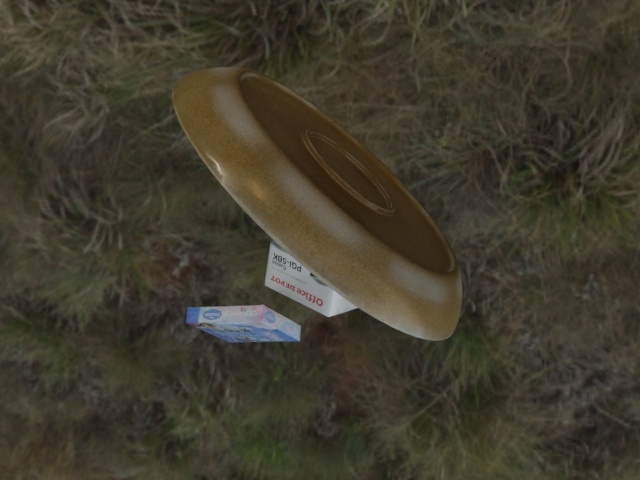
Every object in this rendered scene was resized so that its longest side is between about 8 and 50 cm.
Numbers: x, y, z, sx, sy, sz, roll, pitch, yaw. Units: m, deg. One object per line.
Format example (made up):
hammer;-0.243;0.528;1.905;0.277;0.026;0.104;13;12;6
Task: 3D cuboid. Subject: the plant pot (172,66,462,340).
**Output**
plant pot;0.010;-0.035;0.516;0.236;0.236;0.032;35;109;-23

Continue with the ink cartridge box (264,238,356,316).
ink cartridge box;0.000;0.000;0.858;0.099;0.056;0.135;23;113;35

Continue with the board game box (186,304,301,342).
board game box;-0.080;0.089;0.849;0.090;0.020;0.090;-5;159;24
